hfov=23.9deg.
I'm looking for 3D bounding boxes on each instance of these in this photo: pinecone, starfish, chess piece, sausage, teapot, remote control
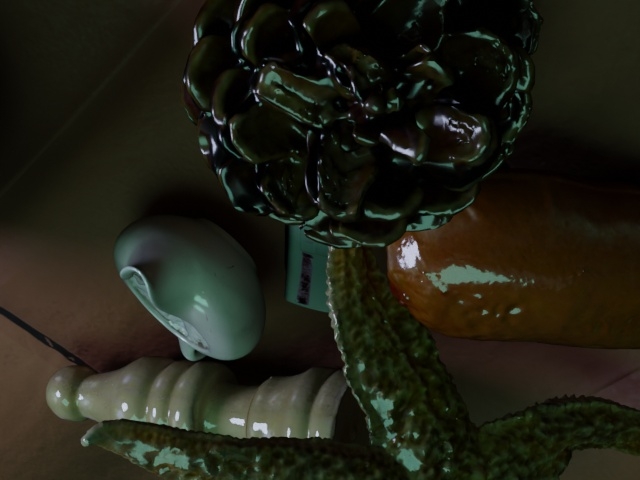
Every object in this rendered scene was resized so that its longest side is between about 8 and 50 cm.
[{"bbox_3d":[0.019,-0.104,0.962,0.243,0.257,0.244,11,123,18],"label":"pinecone"},{"bbox_3d":[0.048,0.165,1.182,0.398,0.132,0.384,-40,109,3],"label":"starfish"},{"bbox_3d":[-0.109,0.154,1.356,0.307,0.139,0.124,5,120,19],"label":"chess piece"},{"bbox_3d":[0.172,0.013,1.093,0.258,0.133,0.133,6,137,-8],"label":"sausage"},{"bbox_3d":[-0.104,0.041,1.256,0.145,0.092,0.226,38,165,23],"label":"teapot"},{"bbox_3d":[0.000,0.000,1.230,0.065,0.029,0.166,12,136,7],"label":"remote control"}]
